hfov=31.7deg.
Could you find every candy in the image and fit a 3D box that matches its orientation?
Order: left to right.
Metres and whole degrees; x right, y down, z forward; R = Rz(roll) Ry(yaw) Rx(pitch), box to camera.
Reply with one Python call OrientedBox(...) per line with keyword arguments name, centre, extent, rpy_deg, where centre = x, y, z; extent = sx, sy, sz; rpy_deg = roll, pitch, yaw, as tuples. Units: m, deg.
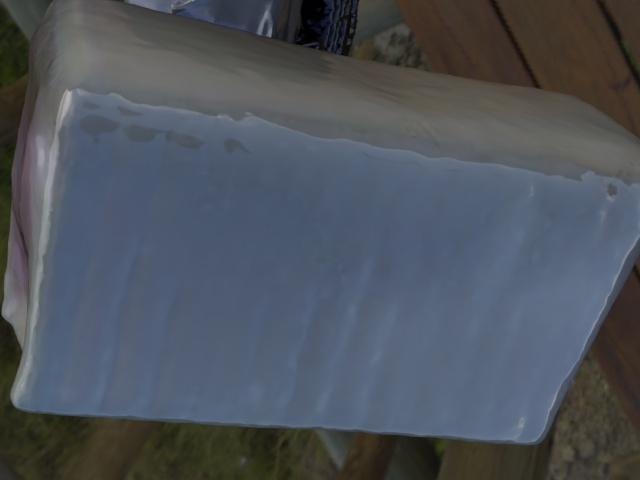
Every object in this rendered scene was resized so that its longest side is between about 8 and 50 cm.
OrientedBox(name="candy", centre=(0.001, -0.001, 0.656), extent=(0.358, 0.145, 0.208), rpy_deg=(9, 110, -21))

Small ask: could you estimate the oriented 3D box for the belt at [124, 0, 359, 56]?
OrientedBox(name="belt", centre=(-0.064, -0.176, 0.842), extent=(0.164, 0.184, 0.289), rpy_deg=(25, 142, 13))
